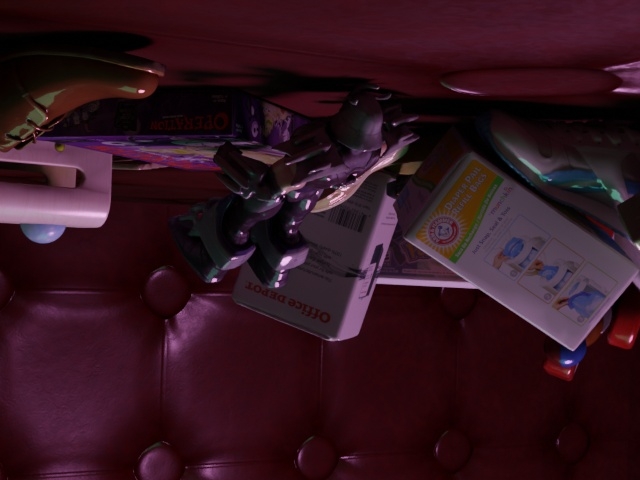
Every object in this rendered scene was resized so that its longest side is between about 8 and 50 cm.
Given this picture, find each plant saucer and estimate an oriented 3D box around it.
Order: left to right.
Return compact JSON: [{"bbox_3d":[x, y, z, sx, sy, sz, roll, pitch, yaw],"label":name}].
[{"bbox_3d":[0.192,-0.097,1.255,0.241,0.037,0.241,3,179,0],"label":"plant saucer"}]

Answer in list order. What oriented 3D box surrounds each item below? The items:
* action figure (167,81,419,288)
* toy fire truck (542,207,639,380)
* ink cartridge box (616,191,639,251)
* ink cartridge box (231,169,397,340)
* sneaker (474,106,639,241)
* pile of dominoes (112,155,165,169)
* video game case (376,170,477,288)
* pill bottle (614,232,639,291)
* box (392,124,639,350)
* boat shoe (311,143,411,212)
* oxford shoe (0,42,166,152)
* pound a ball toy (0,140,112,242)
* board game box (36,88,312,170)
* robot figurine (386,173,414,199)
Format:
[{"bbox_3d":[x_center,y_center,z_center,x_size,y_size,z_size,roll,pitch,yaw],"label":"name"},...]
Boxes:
[{"bbox_3d":[-0.026,-0.053,0.962,0.185,0.099,0.285,-10,157,-38],"label":"action figure"},{"bbox_3d":[0.336,0.043,1.370,0.169,0.302,0.254,20,-158,17],"label":"toy fire truck"},{"bbox_3d":[0.402,-0.002,1.002,0.171,0.056,0.235,-34,132,20],"label":"ink cartridge box"},{"bbox_3d":[0.000,0.000,1.316,0.153,0.208,0.087,21,-174,20],"label":"ink cartridge box"},{"bbox_3d":[0.246,-0.078,1.013,0.229,0.092,0.087,23,-161,-22],"label":"sneaker"},{"bbox_3d":[-0.289,-0.121,1.466,0.196,0.040,0.251,1,-173,10],"label":"pile of dominoes"},{"bbox_3d":[0.173,-0.026,1.400,0.201,0.183,0.023,2,154,13],"label":"video game case"},{"bbox_3d":[0.431,0.012,1.201,0.176,0.176,0.318,1,155,34],"label":"pill bottle"},{"bbox_3d":[0.182,-0.005,1.037,0.203,0.103,0.114,33,-166,-13],"label":"box"},{"bbox_3d":[0.028,-0.081,1.123,0.135,0.050,0.045,-38,151,11],"label":"boat shoe"},{"bbox_3d":[-0.203,-0.101,0.776,0.212,0.076,0.076,-1,176,26],"label":"oxford shoe"},{"bbox_3d":[-0.384,-0.067,1.170,0.319,0.135,0.208,3,179,-34],"label":"pound a ball toy"},{"bbox_3d":[-0.114,-0.107,1.118,0.208,0.056,0.347,6,180,20],"label":"board game box"},{"bbox_3d":[0.189,-0.037,1.225,0.211,0.085,0.291,1,179,12],"label":"robot figurine"}]
